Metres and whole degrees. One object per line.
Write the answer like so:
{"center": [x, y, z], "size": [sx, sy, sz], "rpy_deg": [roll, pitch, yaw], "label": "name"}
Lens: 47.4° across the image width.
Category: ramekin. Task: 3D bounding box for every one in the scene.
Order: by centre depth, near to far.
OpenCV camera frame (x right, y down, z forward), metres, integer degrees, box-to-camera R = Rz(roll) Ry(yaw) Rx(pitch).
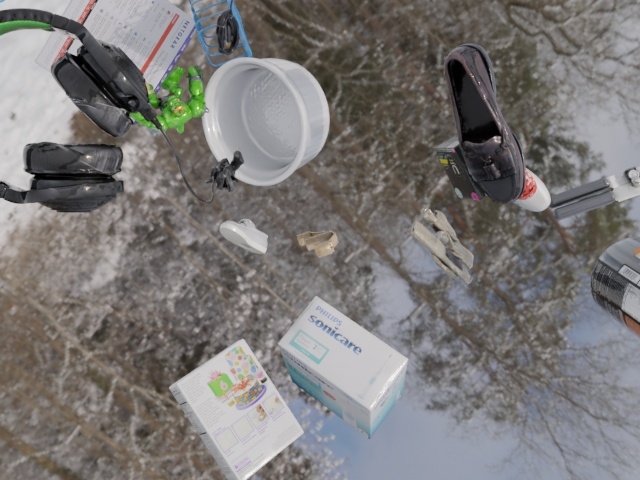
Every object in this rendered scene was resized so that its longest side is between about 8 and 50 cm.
{"center": [-0.115, -0.270, 1.610], "size": [0.277, 0.277, 0.135], "rpy_deg": [-30, 180, 37], "label": "ramekin"}

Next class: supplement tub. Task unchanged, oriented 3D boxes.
{"center": [0.721, 0.128, 1.505], "size": [0.193, 0.193, 0.316], "rpy_deg": [-44, -156, 5], "label": "supplement tub"}

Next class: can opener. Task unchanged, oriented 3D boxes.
{"center": [0.740, -0.119, 1.920], "size": [0.280, 0.074, 0.093], "rpy_deg": [-18, 161, 2], "label": "can opener"}

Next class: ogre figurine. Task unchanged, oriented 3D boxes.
{"center": [-0.327, -0.299, 1.580], "size": [0.197, 0.118, 0.097], "rpy_deg": [-25, 167, -39], "label": "ogre figurine"}

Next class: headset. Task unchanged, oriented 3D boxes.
{"center": [-0.295, -0.142, 0.926], "size": [0.185, 0.394, 0.243], "rpy_deg": [-148, -102, -78], "label": "headset"}

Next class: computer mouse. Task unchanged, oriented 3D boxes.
{"center": [-0.142, -0.396, 1.127], "size": [0.071, 0.041, 0.242], "rpy_deg": [-48, 161, -43], "label": "computer mouse"}

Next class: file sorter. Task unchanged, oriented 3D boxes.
{"center": [-0.244, -0.522, 1.756], "size": [0.105, 0.118, 0.170], "rpy_deg": [-19, -128, 2], "label": "file sorter"}

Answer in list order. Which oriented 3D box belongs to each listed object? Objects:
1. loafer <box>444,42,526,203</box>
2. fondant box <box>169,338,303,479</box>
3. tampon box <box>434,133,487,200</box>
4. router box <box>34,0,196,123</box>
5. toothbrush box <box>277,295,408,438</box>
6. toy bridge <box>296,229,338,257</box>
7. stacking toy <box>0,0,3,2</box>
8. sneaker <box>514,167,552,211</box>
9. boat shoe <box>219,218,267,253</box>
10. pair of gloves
{"center": [0.283, -0.200, 1.310], "size": [0.109, 0.302, 0.095], "rpy_deg": [-13, -169, 33], "label": "loafer"}
{"center": [-0.239, 0.486, 2.088], "size": [0.238, 0.330, 0.096], "rpy_deg": [-32, 179, -30], "label": "fondant box"}
{"center": [0.400, -0.201, 1.944], "size": [0.101, 0.161, 0.120], "rpy_deg": [-32, -166, -11], "label": "tampon box"}
{"center": [-0.540, -0.529, 1.952], "size": [0.335, 0.301, 0.082], "rpy_deg": [-55, -171, 8], "label": "router box"}
{"center": [0.049, 0.262, 1.461], "size": [0.126, 0.216, 0.295], "rpy_deg": [-50, 163, -19], "label": "toothbrush box"}
{"center": [0.000, 0.000, 1.454], "size": [0.063, 0.026, 0.188], "rpy_deg": [-19, -169, -10], "label": "toy bridge"}
{"center": [-0.688, -0.374, 1.385], "size": [0.175, 0.166, 0.302], "rpy_deg": [-28, 151, -32], "label": "stacking toy"}
{"center": [0.459, -0.149, 1.769], "size": [0.090, 0.270, 0.145], "rpy_deg": [-41, -171, 24], "label": "sneaker"}
{"center": [-0.188, -0.021, 1.850], "size": [0.066, 0.184, 0.063], "rpy_deg": [1, -109, 35], "label": "boat shoe"}
{"center": [0.321, 0.006, 1.857], "size": [0.042, 0.204, 0.240], "rpy_deg": [-40, -177, 24], "label": "pair of gloves"}
